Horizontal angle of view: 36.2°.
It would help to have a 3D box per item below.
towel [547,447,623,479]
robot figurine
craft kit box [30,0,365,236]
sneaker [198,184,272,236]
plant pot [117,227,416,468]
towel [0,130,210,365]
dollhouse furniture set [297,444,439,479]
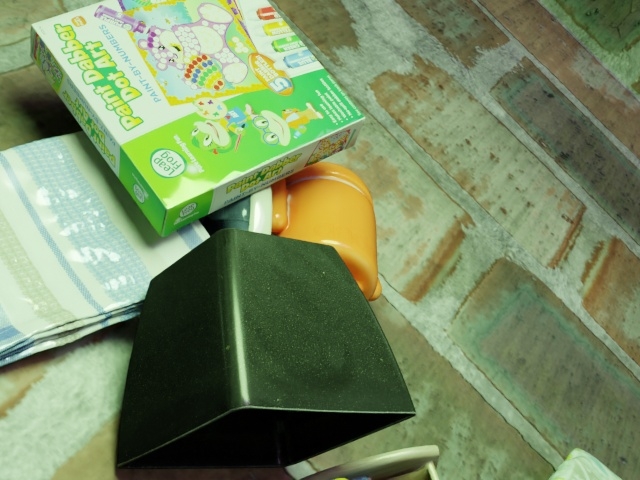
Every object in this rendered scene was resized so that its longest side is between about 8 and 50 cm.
[{"bbox_3d":[0.312,0.390,0.982,0.320,0.090,0.374,44,33,19],"label":"towel"},{"bbox_3d":[0.001,0.001,1.092,0.158,0.128,0.219,10,44,-9],"label":"robot figurine"},{"bbox_3d":[-0.124,-0.156,0.996,0.246,0.061,0.250,-30,71,-28],"label":"craft kit box"},{"bbox_3d":[-0.156,-0.093,1.053,0.148,0.131,0.350,-2,55,-26],"label":"sneaker"},{"bbox_3d":[-0.059,0.095,0.850,0.188,0.187,0.167,9,60,-39],"label":"plant pot"},{"bbox_3d":[-0.242,-0.007,0.896,0.285,0.034,0.209,-22,69,-42],"label":"towel"},{"bbox_3d":[0.114,0.209,0.764,0.286,0.303,0.198,-12,56,-9],"label":"dollhouse furniture set"}]
